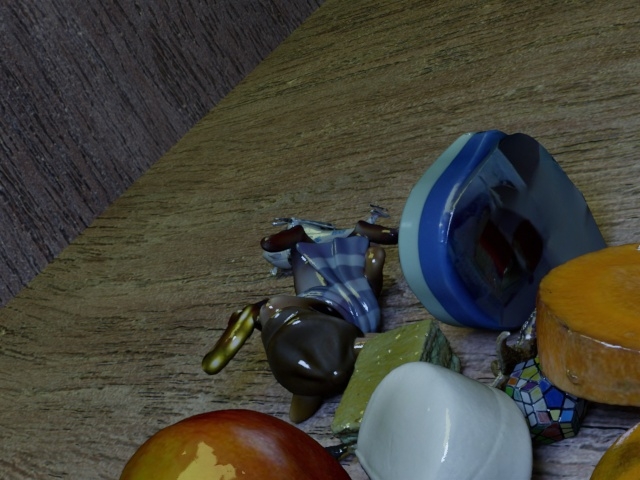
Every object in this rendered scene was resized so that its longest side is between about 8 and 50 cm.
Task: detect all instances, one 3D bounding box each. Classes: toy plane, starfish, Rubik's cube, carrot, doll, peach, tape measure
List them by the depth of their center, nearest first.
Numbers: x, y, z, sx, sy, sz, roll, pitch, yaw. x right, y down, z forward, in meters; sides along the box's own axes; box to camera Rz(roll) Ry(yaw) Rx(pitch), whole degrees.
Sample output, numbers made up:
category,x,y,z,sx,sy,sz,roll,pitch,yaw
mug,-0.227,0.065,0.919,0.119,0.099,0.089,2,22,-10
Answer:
category,x,y,z,sx,sy,sz,roll,pitch,yaw
peach,-0.088,0.360,1.531,0.332,0.307,0.308,20,51,26
carrot,0.408,0.096,1.539,0.307,0.100,0.258,-1,29,22
Rubik's cube,0.279,0.196,1.616,0.093,0.111,0.111,-18,12,-31
starfish,0.250,0.153,1.688,0.213,0.057,0.238,-55,-14,3
tape measure,0.241,0.000,1.868,0.262,0.259,0.138,-47,24,-17
doll,-0.017,0.106,2.063,0.318,0.209,0.339,-30,25,20
toy plane,0.008,0.001,2.439,0.273,0.107,0.182,-5,-12,19

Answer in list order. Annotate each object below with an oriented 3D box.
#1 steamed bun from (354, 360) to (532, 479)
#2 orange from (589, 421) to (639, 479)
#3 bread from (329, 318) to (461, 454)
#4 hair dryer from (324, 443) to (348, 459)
category,x,y,z,sx,sy,sz,roll,pitch,yaw
steamed bun,0.153,0.242,1.566,0.164,0.146,0.242,-65,22,6
orange,0.366,0.268,1.245,0.240,0.171,0.240,-16,30,10
bread,0.106,0.213,1.815,0.138,0.102,0.196,-22,28,35
hair dryer,-0.112,0.365,1.851,0.344,0.106,0.189,-26,23,-3
